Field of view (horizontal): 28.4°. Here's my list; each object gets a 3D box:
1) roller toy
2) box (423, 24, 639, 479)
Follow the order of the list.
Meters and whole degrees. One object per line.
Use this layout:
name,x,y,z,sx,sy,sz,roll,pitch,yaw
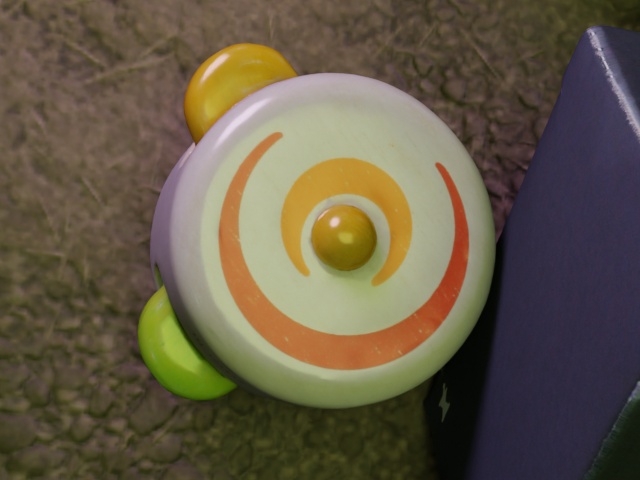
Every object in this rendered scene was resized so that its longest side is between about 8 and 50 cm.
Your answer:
roller toy,0.000,0.000,0.751,0.191,0.146,0.209,10,83,-13
box,0.299,0.085,0.715,0.395,0.212,0.293,9,127,-12
